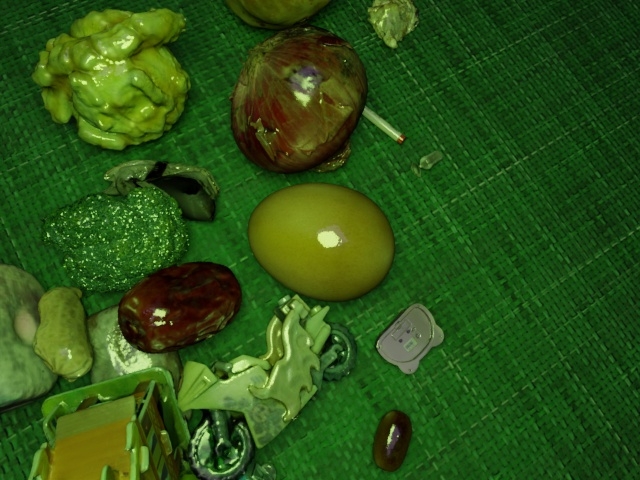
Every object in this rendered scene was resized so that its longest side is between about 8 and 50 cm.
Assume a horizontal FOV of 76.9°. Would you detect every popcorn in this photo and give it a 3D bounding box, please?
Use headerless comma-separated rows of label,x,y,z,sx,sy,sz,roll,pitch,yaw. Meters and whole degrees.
popcorn,-0.439,-0.359,0.906,0.335,0.279,0.274,-11,37,-6

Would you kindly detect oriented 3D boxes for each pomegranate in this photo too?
pomegranate,-0.108,-0.694,0.990,0.332,0.332,0.333,1,76,-5

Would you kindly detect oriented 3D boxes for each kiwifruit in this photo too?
kiwifruit,0.154,0.430,0.868,0.075,0.075,0.125,18,72,0

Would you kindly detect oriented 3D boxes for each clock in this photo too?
clock,0.204,0.228,0.934,0.152,0.050,0.110,-42,83,-13

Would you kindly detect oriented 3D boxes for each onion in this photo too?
onion,-0.055,-0.307,0.899,0.353,0.354,0.354,1,76,-5

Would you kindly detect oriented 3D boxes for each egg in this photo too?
egg,0.000,0.000,0.871,0.322,0.250,0.250,15,75,9

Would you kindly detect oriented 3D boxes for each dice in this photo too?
dice,-0.683,0.203,0.744,0.271,0.270,0.271,-17,77,-9

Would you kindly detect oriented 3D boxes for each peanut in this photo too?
peanut,-0.503,0.175,0.792,0.099,0.100,0.214,-19,55,-10

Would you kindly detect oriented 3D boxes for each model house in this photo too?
model house,-0.347,0.453,0.657,0.242,0.313,0.358,-12,101,-7

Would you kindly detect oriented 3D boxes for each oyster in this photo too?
oyster,0.211,-0.630,1.138,0.163,0.081,0.191,-4,80,-11

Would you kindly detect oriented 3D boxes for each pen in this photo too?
pen,0.131,-0.338,1.081,0.239,0.028,0.028,39,76,5

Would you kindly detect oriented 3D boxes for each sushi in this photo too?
sushi,-0.374,-0.134,0.951,0.272,0.134,0.109,6,53,16

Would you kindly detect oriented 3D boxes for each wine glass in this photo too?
wine glass,0.281,-0.203,1.058,0.083,0.039,0.042,-31,79,-16

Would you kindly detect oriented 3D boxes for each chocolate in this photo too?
chocolate,-0.395,0.274,0.848,0.185,0.100,0.304,-17,81,-12

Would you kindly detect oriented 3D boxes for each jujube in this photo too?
jujube,-0.274,0.135,0.826,0.183,0.183,0.243,51,38,8

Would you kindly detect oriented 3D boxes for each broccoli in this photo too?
broccoli,-0.424,-0.009,0.861,0.269,0.261,0.241,-49,45,-10

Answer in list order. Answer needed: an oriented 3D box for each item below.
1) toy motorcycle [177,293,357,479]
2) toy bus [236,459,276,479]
toy motorcycle,-0.112,0.276,0.828,0.410,0.168,0.237,-34,91,-27
toy bus,-0.094,0.566,0.790,0.134,0.113,0.246,-44,85,-8
